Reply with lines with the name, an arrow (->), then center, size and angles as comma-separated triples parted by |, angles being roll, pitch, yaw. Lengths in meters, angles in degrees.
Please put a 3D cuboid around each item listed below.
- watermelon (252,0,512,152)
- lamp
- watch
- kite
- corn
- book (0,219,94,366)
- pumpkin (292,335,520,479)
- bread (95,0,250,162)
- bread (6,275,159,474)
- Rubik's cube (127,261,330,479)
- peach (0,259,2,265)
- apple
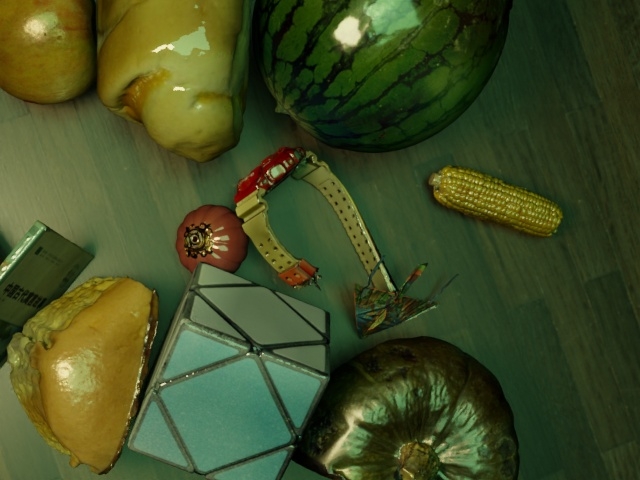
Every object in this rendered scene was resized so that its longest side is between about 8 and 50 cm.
watermelon -> 0.077, -0.289, 1.501 | 0.363, 0.363, 0.363 | 0, 87, -8
lamp -> -0.151, 0.002, 1.572 | 0.107, 0.092, 0.107 | -4, 82, 26
watch -> -0.007, -0.004, 1.578 | 0.165, 0.102, 0.268 | -31, 91, -39
kite -> 0.104, 0.089, 1.602 | 0.183, 0.010, 0.160 | 15, 124, -41
corn -> 0.257, -0.057, 1.646 | 0.207, 0.068, 0.068 | 19, 85, -6
book -> -0.424, 0.105, 1.474 | 0.025, 0.215, 0.282 | 38, 85, 10
pumpkin -> 0.134, 0.249, 1.530 | 0.325, 0.242, 0.232 | 18, 93, -11
bread -> -0.193, -0.274, 1.482 | 0.210, 0.300, 0.341 | 1, 90, -3
bread -> -0.312, 0.170, 1.476 | 0.163, 0.204, 0.262 | 13, 83, -34
Rubik's cube -> -0.116, 0.181, 1.484 | 0.205, 0.207, 0.205 | 22, 110, -7
peach -> -0.510, 0.045, 1.481 | 0.184, 0.184, 0.184 | 0, 87, -8
apple -> -0.375, -0.272, 1.513 | 0.155, 0.182, 0.182 | -4, 88, 1
